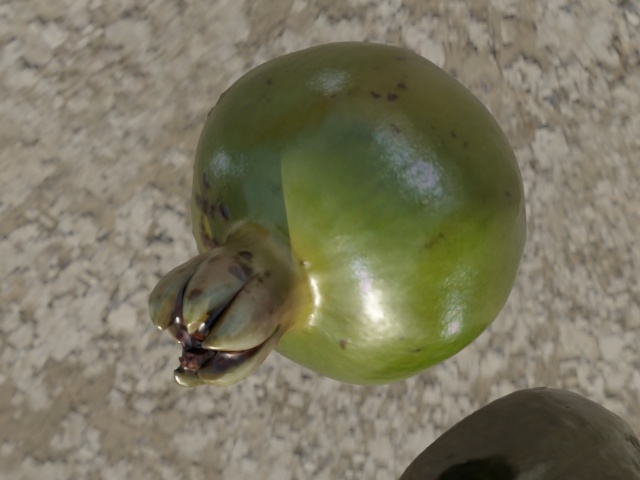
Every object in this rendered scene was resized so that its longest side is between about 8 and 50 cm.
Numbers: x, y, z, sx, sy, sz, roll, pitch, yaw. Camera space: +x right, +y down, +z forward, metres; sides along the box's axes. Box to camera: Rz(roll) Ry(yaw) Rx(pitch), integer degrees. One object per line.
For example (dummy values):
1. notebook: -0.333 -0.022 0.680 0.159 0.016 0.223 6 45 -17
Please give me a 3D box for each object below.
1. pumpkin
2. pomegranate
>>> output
1. pumpkin: 0.121 0.218 1.055 0.190 0.139 0.280 -29 148 -25
2. pomegranate: 0.015 0.002 0.888 0.179 0.210 0.179 8 137 7
